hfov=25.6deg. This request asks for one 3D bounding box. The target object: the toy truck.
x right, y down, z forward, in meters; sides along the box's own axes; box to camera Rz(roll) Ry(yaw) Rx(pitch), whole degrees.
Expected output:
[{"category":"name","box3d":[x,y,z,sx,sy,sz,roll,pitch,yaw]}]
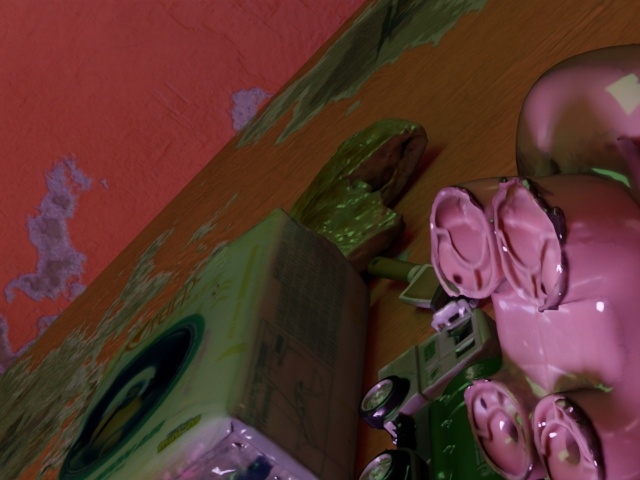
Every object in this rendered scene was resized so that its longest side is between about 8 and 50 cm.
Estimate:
[{"category":"toy truck","box3d":[0.097,0.136,0.865,0.125,0.101,0.242,-41,18,17]}]

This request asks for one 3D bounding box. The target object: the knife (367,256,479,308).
[{"category":"knife","box3d":[0.093,0.042,1.298,0.046,0.022,0.256,-45,17,-11]}]

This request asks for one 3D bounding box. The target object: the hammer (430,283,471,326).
[{"category":"hammer","box3d":[0.169,0.027,1.054,0.111,0.033,0.287,-44,13,-15]}]

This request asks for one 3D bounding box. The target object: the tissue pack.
[{"category":"tissue pack","box3d":[-0.101,0.171,1.277,0.287,0.162,0.388,-41,16,21]}]

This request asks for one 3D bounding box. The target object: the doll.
[{"category":"doll","box3d":[0.204,-0.004,0.759,0.268,0.216,0.284,-14,8,-21]}]

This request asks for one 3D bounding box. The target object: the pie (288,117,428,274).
[{"category":"pie","box3d":[0.000,0.000,1.603,0.337,0.075,0.337,-47,14,15]}]
